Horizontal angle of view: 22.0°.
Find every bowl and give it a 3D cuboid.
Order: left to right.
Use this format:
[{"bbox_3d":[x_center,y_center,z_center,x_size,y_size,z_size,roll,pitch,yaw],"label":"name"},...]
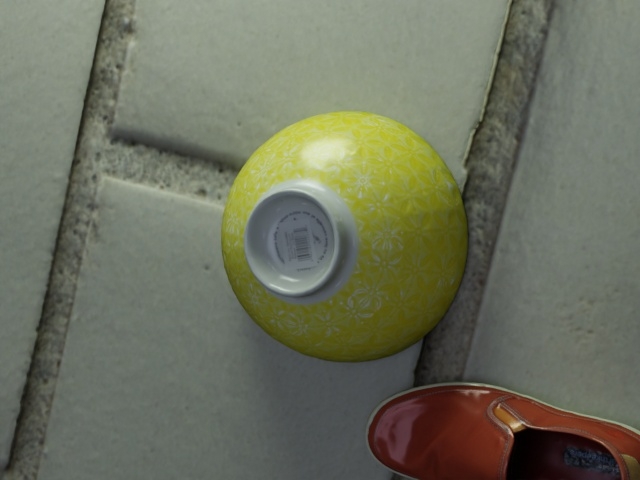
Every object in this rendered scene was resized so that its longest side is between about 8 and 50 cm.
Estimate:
[{"bbox_3d":[0.000,0.000,1.799,0.289,0.156,0.289,2,94,25],"label":"bowl"}]

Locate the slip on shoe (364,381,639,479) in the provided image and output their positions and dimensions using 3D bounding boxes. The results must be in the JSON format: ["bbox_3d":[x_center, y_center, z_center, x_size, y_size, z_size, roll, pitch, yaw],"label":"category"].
[{"bbox_3d":[0.196,0.224,1.750,0.331,0.101,0.123,9,98,25],"label":"slip on shoe"}]
